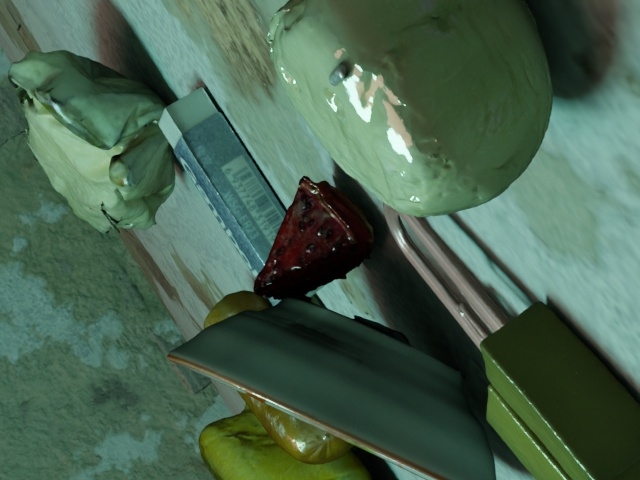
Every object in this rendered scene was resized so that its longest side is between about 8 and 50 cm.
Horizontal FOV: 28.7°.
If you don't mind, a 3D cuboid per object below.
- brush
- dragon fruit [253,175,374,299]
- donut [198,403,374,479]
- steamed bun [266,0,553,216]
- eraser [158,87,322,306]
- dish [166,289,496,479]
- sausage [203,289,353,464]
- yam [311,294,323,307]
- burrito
[{"bbox_3d":[0.098,0.057,0.708,0.233,0.047,0.103,50,167,30],"label":"brush"},{"bbox_3d":[-0.002,-0.003,0.919,0.063,0.097,0.131,67,-167,12],"label":"dragon fruit"},{"bbox_3d":[-0.003,0.344,1.551,0.360,0.170,0.360,50,167,16],"label":"donut"},{"bbox_3d":[0.042,-0.067,0.497,0.112,0.091,0.130,53,172,3],"label":"steamed bun"},{"bbox_3d":[-0.072,-0.035,1.148,0.213,0.046,0.092,58,168,-2],"label":"eraser"},{"bbox_3d":[0.024,0.101,0.898,0.260,0.085,0.260,25,171,4],"label":"dish"},{"bbox_3d":[-0.043,0.162,1.420,0.270,0.109,0.109,44,162,50],"label":"sausage"},{"bbox_3d":[0.006,0.086,1.214,0.116,0.021,0.021,54,168,13],"label":"yam"},{"bbox_3d":[-0.235,-0.117,1.373,0.190,0.135,0.332,53,166,2],"label":"burrito"}]
